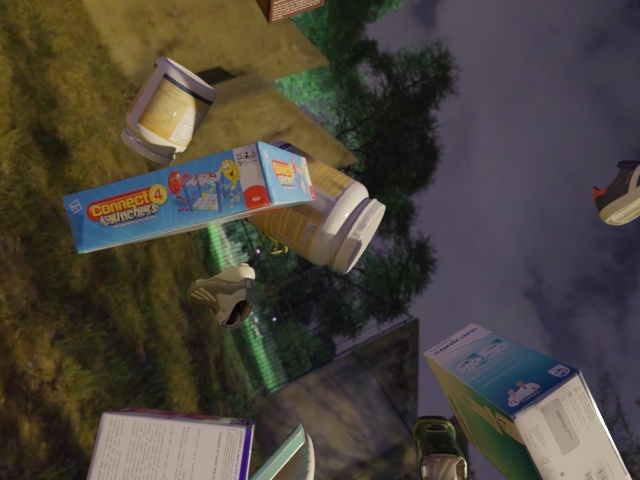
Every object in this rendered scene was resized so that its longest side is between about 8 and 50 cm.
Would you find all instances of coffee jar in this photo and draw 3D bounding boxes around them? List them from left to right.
[{"bbox_3d":[0.255,0.454,0.982,0.184,0.096,0.079,-30,118,-82],"label":"coffee jar"}]

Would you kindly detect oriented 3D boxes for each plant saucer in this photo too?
[{"bbox_3d":[-0.102,0.519,1.055,0.018,0.192,0.067,23,-47,34],"label":"plant saucer"}]

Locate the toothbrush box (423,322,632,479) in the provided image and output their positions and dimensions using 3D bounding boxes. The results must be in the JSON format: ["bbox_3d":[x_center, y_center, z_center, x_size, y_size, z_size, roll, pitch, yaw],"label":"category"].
[{"bbox_3d":[0.323,0.289,0.753,0.216,0.126,0.295,62,-9,-6],"label":"toothbrush box"}]

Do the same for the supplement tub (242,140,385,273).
[{"bbox_3d":[-0.025,-0.084,1.168,0.331,0.241,0.241,32,-24,12],"label":"supplement tub"}]

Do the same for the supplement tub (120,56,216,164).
[{"bbox_3d":[-0.540,-0.451,1.587,0.228,0.316,0.228,34,13,-9],"label":"supplement tub"}]

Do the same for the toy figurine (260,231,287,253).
[{"bbox_3d":[0.000,0.000,1.576,0.191,0.362,0.217,-115,-177,-45],"label":"toy figurine"}]

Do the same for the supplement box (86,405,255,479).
[{"bbox_3d":[-0.217,0.325,0.684,0.111,0.220,0.114,114,-18,-73],"label":"supplement box"}]

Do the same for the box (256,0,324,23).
[{"bbox_3d":[-0.071,-0.754,1.131,0.143,0.191,0.381,62,-15,7],"label":"box"}]

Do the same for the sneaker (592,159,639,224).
[{"bbox_3d":[0.930,-0.193,1.252,0.350,0.131,0.148,-39,-136,39],"label":"sneaker"}]

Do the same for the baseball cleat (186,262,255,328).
[{"bbox_3d":[-0.188,0.113,0.814,0.206,0.072,0.109,-32,-126,46],"label":"baseball cleat"}]

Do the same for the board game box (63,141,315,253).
[{"bbox_3d":[-0.186,-0.070,0.754,0.308,0.301,0.086,-35,111,-79],"label":"board game box"}]

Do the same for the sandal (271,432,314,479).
[{"bbox_3d":[-0.076,0.659,1.050,0.102,0.169,0.416,52,24,-26],"label":"sandal"}]
